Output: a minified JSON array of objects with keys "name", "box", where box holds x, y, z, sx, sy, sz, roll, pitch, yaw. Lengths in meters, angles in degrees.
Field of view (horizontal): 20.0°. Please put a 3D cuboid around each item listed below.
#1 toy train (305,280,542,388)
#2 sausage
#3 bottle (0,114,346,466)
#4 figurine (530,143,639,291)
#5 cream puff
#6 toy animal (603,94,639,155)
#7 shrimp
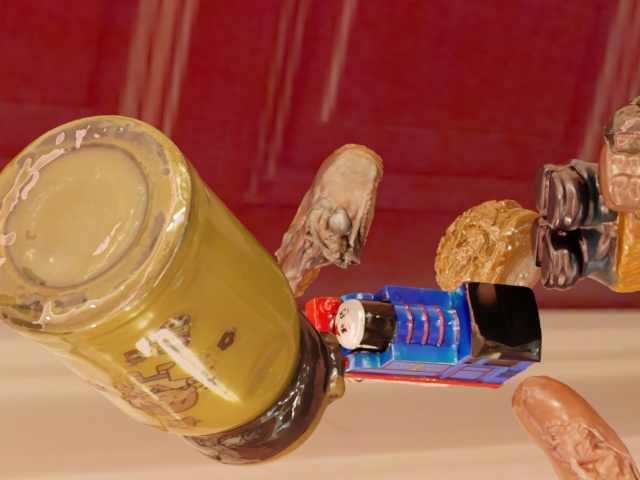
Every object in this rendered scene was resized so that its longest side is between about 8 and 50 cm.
[{"name":"toy train","box":[0.098,0.090,1.740,0.131,0.204,0.082,141,129,-57]},{"name":"sausage","box":[0.247,0.237,1.525,0.078,0.078,0.304,-2,120,52]},{"name":"bottle","box":[-0.104,0.065,1.379,0.172,0.351,0.171,-12,58,19]},{"name":"figurine","box":[0.372,-0.031,1.753,0.204,0.332,0.185,-71,-16,-64]},{"name":"cream puff","box":[0.206,0.019,2.239,0.115,0.165,0.150,32,104,29]},{"name":"toy animal","box":[0.274,-0.080,1.326,0.136,0.065,0.047,6,101,22]},{"name":"shrimp","box":[0.000,0.000,1.587,0.164,0.062,0.317,-61,6,11]}]
